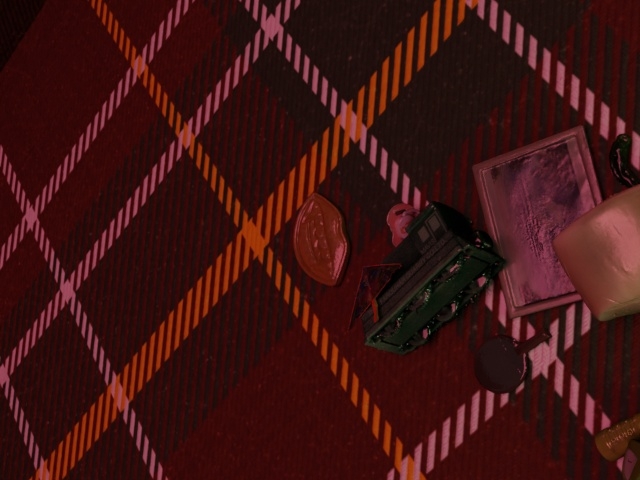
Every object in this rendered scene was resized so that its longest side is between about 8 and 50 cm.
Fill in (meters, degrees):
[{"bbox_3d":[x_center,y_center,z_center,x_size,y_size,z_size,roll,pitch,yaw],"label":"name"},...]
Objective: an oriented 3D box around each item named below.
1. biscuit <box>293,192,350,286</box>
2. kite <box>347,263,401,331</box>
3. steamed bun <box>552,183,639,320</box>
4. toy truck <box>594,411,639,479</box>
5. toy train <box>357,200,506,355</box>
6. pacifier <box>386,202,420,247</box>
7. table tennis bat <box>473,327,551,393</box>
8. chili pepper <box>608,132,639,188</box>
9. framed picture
[{"bbox_3d":[0.000,0.000,1.877,0.141,0.029,0.221,-20,72,33],"label":"biscuit"},{"bbox_3d":[0.098,0.102,1.664,0.190,0.010,0.159,-56,29,25],"label":"kite"},{"bbox_3d":[0.526,0.013,1.395,0.250,0.154,0.200,-33,69,20],"label":"steamed bun"},{"bbox_3d":[0.557,0.335,1.354,0.187,0.148,0.211,-58,32,24],"label":"toy truck"},{"bbox_3d":[0.201,0.075,1.657,0.330,0.138,0.178,-47,44,27],"label":"toy train"},{"bbox_3d":[0.172,-0.028,1.742,0.078,0.081,0.099,-2,105,69],"label":"pacifier"},{"bbox_3d":[0.329,0.213,1.546,0.170,0.119,0.108,-41,62,26],"label":"table tennis bat"},{"bbox_3d":[0.539,-0.132,1.498,0.055,0.035,0.118,-37,58,45],"label":"chili pepper"},{"bbox_3d":[0.422,-0.032,1.574,0.232,0.024,0.315,-21,72,32],"label":"framed picture"}]
